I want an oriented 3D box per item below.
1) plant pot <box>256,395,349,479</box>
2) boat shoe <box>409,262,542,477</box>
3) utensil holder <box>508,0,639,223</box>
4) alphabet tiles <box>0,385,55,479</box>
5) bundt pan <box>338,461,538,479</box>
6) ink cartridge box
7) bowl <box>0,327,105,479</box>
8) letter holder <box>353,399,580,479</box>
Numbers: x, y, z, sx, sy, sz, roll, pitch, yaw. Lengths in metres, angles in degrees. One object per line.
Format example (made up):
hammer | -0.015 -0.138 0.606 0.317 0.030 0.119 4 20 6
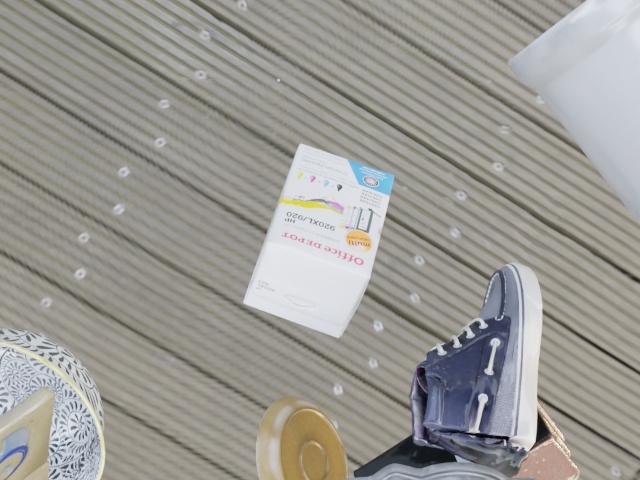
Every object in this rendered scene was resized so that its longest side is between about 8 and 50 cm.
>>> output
plant pot | -0.019 0.373 1.769 0.032 0.236 0.236 -19 100 32
boat shoe | 0.216 0.156 1.499 0.158 0.341 0.127 15 138 -6
utensil holder | 0.428 -0.123 1.031 0.327 0.327 0.385 -38 92 3
alphabet tiles | -0.233 0.205 0.457 0.011 0.285 0.343 37 137 18
bundt pan | 0.091 0.347 0.927 0.330 0.124 0.331 -3 128 -4
ink cartridge box | 0.000 0.000 1.709 0.171 0.233 0.168 19 138 -3
bowl | -0.237 0.129 0.848 0.170 0.080 0.170 6 119 11
letter holder | 0.243 0.383 1.637 0.302 0.152 0.214 -34 125 9
